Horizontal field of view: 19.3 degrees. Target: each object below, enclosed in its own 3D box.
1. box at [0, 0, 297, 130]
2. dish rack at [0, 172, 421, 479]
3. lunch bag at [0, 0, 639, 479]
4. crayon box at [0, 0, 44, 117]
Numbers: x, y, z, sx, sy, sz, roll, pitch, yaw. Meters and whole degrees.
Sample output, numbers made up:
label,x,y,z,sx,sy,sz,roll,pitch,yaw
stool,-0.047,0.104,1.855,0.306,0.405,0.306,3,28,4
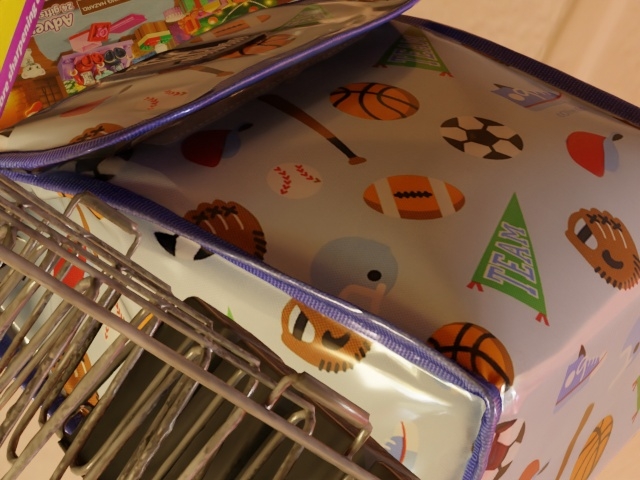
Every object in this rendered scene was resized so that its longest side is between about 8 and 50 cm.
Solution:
label,x,y,z,sx,sy,sz,roll,pitch,yaw
box,-0.118,-0.103,1.380,0.293,0.057,0.201,-19,-117,-9
dish rack,-0.094,0.008,0.451,0.271,0.208,0.074,36,-92,-26
lunch bag,0.000,0.000,1.101,0.385,0.239,0.328,28,-144,24
crayon box,-0.235,-0.140,0.782,0.106,0.313,0.363,2,-125,17
